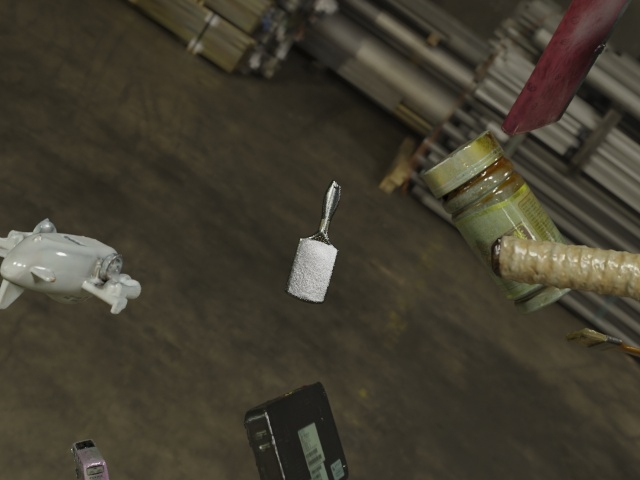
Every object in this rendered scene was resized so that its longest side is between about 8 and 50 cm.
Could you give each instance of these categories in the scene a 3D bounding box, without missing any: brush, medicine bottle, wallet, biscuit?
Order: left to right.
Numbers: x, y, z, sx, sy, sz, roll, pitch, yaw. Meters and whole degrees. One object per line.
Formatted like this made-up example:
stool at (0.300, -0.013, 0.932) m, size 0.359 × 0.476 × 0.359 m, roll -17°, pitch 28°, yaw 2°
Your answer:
brush at (0.000, 0.000, 1.589) m, size 0.063 × 0.193 × 0.016 m, roll 17°, pitch -14°, yaw -5°
medicine bottle at (0.337, -0.031, 1.963) m, size 0.322 × 0.151 × 0.151 m, roll 55°, pitch 17°, yaw -2°
wallet at (0.301, -0.228, 1.274) m, size 0.119 × 0.232 × 0.025 m, roll -19°, pitch 55°, yaw -41°
biscuit at (0.307, 0.035, 1.240) m, size 0.219 × 0.061 × 0.055 m, roll 7°, pitch 5°, yaw 13°
brush at (0.401, 0.144, 1.405) m, size 0.170 × 0.043 × 0.014 m, roll 17°, pitch 68°, yaw -21°

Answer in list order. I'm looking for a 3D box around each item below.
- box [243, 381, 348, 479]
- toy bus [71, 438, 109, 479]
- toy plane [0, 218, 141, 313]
box at (-0.039, 0.396, 2.051) m, size 0.350 × 0.058 × 0.211 m, roll -4°, pitch 79°, yaw -72°
toy bus at (-0.322, 0.313, 1.486) m, size 0.037 × 0.052 × 0.131 m, roll -11°, pitch 8°, yaw -19°
toy plane at (-0.387, 0.046, 1.582) m, size 0.245 × 0.117 × 0.244 m, roll 20°, pitch 6°, yaw -2°
